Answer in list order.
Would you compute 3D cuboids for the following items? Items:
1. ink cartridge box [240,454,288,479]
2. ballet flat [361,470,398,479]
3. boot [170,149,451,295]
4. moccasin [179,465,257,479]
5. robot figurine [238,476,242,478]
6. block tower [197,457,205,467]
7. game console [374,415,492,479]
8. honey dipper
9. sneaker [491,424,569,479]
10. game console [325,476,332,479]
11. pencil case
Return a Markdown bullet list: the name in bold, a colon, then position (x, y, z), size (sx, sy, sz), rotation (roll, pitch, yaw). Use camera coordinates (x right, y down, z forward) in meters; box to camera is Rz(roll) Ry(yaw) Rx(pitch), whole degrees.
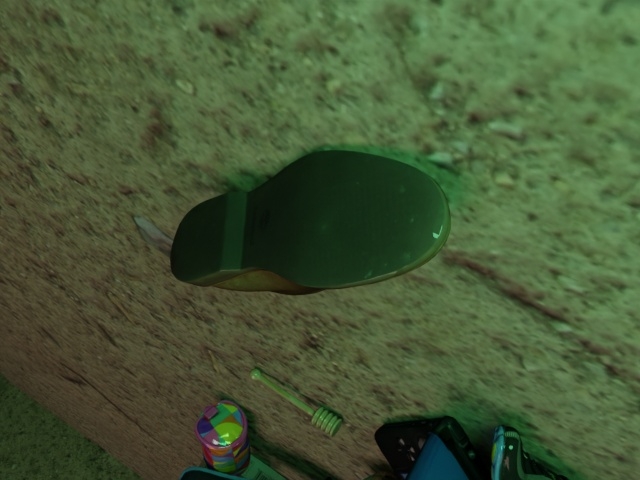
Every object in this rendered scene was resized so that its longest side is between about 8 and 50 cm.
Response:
- **ink cartridge box**: position (-0.161, 0.546, 1.487), size (0.189, 0.066, 0.232), rotation (31, 145, 12)
- **ballet flat**: position (0.184, 0.453, 0.957), size (0.316, 0.107, 0.106), rotation (33, 122, 6)
- **boot**: position (0.000, 0.000, 0.574), size (0.115, 0.112, 0.305), rotation (23, 159, -40)
- **moccasin**: position (-0.123, 0.519, 1.216), size (0.342, 0.116, 0.137), rotation (0, 141, 30)
- **robot figurine**: position (-0.173, 0.527, 1.344), size (0.115, 0.101, 0.067), rotation (9, 114, 60)
- **block tower**: position (-0.165, 0.618, 1.488), size (0.336, 0.097, 0.091), rotation (24, 164, 29)
- **game console**: position (0.149, 0.367, 0.732), size (0.293, 0.173, 0.250), rotation (58, 149, 2)
- **honey dipper**: position (-0.041, 0.236, 0.972), size (0.161, 0.030, 0.030), rotation (28, 148, 24)
- **sneaker**: position (0.235, 0.257, 0.683), size (0.078, 0.067, 0.188), rotation (-22, 115, 33)
- **game console**: position (0.087, 0.491, 1.189), size (0.124, 0.085, 0.144), rotation (51, 169, 54)
- **pencil case**: position (-0.188, 0.390, 1.264), size (0.105, 0.104, 0.236), rotation (31, 148, 13)
